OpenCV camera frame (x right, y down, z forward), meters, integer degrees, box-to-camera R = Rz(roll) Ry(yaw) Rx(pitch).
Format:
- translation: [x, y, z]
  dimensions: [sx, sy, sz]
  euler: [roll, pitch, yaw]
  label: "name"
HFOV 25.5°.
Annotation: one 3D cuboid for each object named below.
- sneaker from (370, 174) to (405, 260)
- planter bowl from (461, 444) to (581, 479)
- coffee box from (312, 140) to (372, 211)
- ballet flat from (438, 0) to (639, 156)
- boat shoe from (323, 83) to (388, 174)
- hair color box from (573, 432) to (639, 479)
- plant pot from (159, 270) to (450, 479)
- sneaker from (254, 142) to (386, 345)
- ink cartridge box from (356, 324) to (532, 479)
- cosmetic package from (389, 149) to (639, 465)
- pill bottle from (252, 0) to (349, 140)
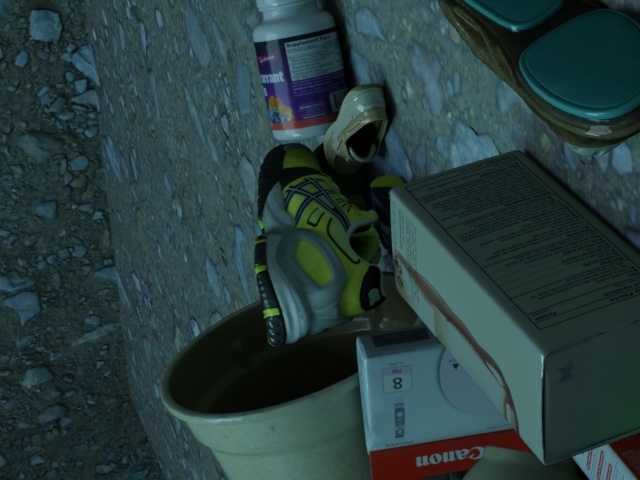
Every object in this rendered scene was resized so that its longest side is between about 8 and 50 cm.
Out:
- translation: [0.098, -0.008, 1.703]
  dimensions: [0.059, 0.053, 0.144]
  euler: [99, 157, -57]
  label: "sneaker"
- translation: [0.208, 0.270, 1.453]
  dimensions: [0.162, 0.162, 0.109]
  euler: [162, 118, -73]
  label: "planter bowl"
- translation: [0.015, -0.067, 1.921]
  dimensions: [0.184, 0.040, 0.113]
  euler: [141, 113, -72]
  label: "coffee box"
- translation: [0.202, -0.143, 1.197]
  dimensions: [0.342, 0.116, 0.124]
  euler: [51, 171, 53]
  label: "ballet flat"
- translation: [0.045, -0.123, 1.746]
  dimensions: [0.170, 0.063, 0.059]
  euler: [107, 150, -58]
  label: "boat shoe"
- translation: [0.290, 0.218, 1.309]
  dimensions: [0.141, 0.043, 0.072]
  euler: [-125, 26, -45]
  label: "hair color box"
- translation: [0.019, 0.248, 1.687]
  dimensions: [0.334, 0.334, 0.305]
  euler: [30, 143, 66]
  label: "plant pot"
- translation: [0.000, 0.000, 1.730]
  dimensions: [0.384, 0.147, 0.145]
  euler: [-94, -4, -58]
  label: "sneaker"
- translation: [0.142, 0.194, 1.501]
  dimensions: [0.066, 0.189, 0.232]
  euler: [-110, 12, -66]
  label: "ink cartridge box"
- translation: [0.192, 0.051, 1.295]
  dimensions: [0.296, 0.153, 0.129]
  euler: [-127, 26, -53]
  label: "cosmetic package"
- translation: [-0.026, -0.231, 1.800]
  dimensions: [0.108, 0.108, 0.193]
  euler: [-160, 57, -69]
  label: "pill bottle"
